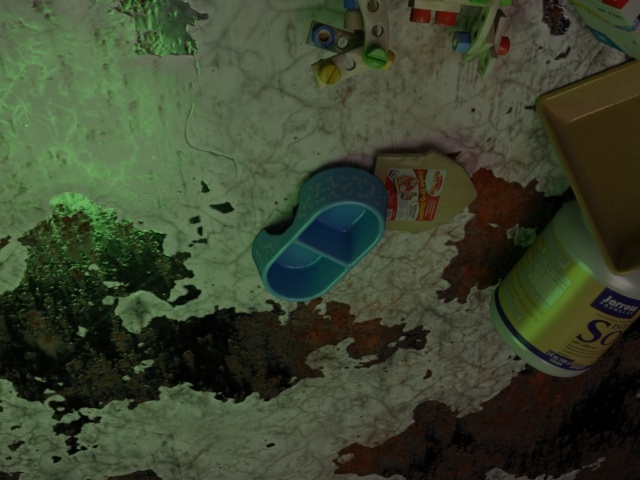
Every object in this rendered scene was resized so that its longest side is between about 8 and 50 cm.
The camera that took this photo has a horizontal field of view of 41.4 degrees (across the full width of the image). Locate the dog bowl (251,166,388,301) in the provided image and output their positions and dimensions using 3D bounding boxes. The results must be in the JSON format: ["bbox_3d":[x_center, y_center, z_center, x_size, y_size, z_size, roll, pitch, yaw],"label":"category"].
[{"bbox_3d":[0.000,0.000,1.496,0.166,0.074,0.297,26,125,-28],"label":"dog bowl"}]

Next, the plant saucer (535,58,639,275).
[{"bbox_3d":[0.574,-0.141,1.421,0.332,0.333,0.081,-21,166,5],"label":"plant saucer"}]

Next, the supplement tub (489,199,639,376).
[{"bbox_3d":[0.504,0.074,1.616,0.241,0.241,0.331,12,129,-26],"label":"supplement tub"}]

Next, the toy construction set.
[{"bbox_3d":[0.146,-0.317,1.198,0.327,0.151,0.215,-2,109,-25],"label":"toy construction set"}]

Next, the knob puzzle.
[{"bbox_3d":[0.181,-0.089,1.506,0.213,0.030,0.213,-4,134,-4],"label":"knob puzzle"}]

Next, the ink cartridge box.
[{"bbox_3d":[0.427,-0.360,1.226,0.078,0.134,0.231,-51,134,7],"label":"ink cartridge box"}]

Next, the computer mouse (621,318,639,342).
[{"bbox_3d":[0.780,0.132,1.862,0.272,0.072,0.188,-32,160,20],"label":"computer mouse"}]
